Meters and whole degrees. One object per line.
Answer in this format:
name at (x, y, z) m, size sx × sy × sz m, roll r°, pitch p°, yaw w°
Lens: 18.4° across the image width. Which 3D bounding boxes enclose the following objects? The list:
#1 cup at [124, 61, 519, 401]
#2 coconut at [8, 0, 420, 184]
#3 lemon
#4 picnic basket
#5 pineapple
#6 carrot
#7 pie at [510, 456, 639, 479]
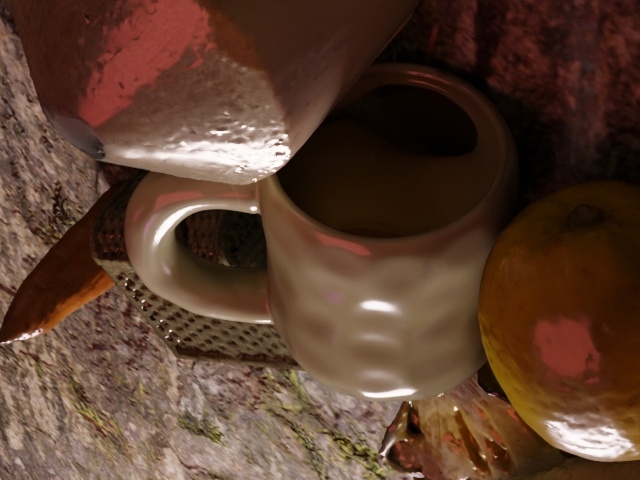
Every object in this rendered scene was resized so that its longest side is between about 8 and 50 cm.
cup at (0.010, 0.014, 1.347) m, size 0.202 × 0.255 × 0.173 m, roll 86°, pitch 161°, yaw -53°
coconut at (-0.078, -0.148, 1.213) m, size 0.239 × 0.244 × 0.239 m, roll 31°, pitch 151°, yaw 20°
lemon at (0.186, 0.053, 1.260) m, size 0.170 × 0.170 × 0.207 m, roll 20°, pitch 153°, yaw 35°
picnic basket at (-0.066, 0.003, 1.554) m, size 0.196 × 0.134 × 0.154 m, roll 0°, pitch 132°, yaw 54°
pineapple at (0.139, 0.116, 1.510) m, size 0.236 × 0.114 × 0.186 m, roll -13°, pitch 122°, yaw 47°
carrot at (-0.212, 0.029, 1.711) m, size 0.072 × 0.205 × 0.072 m, roll 22°, pitch 136°, yaw 23°
pie at (0.249, 0.226, 1.453) m, size 0.338 × 0.075 × 0.337 m, roll 6°, pitch 153°, yaw 3°
